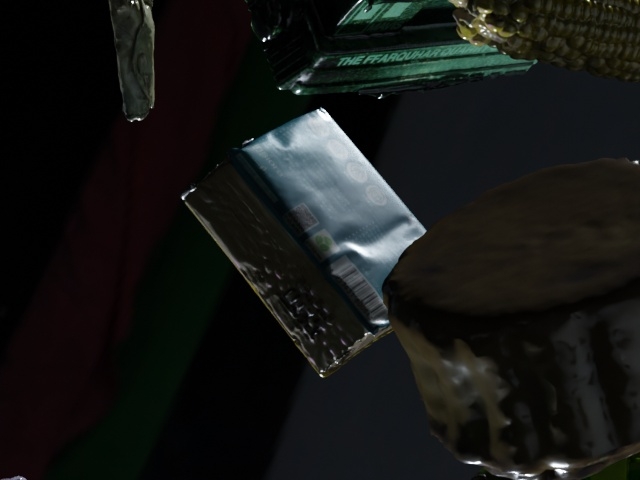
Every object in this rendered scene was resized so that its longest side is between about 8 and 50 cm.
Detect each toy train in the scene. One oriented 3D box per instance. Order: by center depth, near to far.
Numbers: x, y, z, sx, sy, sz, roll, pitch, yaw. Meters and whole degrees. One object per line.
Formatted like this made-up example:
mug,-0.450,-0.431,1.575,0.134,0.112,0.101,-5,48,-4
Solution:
toy train,0.097,-0.227,1.642,0.330,0.138,0.178,-9,-21,-33

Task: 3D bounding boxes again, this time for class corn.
corn,0.226,-0.168,1.459,0.288,0.086,0.086,13,-76,-24

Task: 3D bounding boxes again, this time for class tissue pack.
tissue pack,0.000,0.000,2.083,0.192,0.271,0.134,-28,-14,-48

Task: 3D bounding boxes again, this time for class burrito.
burrito,-0.183,-0.195,1.793,0.055,0.041,0.149,-77,-12,-64

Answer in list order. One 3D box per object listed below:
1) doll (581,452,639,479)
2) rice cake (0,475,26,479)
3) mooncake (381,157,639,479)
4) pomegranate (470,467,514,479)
doll,0.311,0.243,1.898,0.134,0.106,0.186,50,-139,-44
rice cake,-0.261,0.302,1.539,0.037,0.198,0.189,-13,-8,-31
mooncake,0.227,0.071,1.653,0.324,0.324,0.187,-42,-56,-46
pomegranate,0.192,0.290,1.946,0.161,0.122,0.122,29,-95,-48
